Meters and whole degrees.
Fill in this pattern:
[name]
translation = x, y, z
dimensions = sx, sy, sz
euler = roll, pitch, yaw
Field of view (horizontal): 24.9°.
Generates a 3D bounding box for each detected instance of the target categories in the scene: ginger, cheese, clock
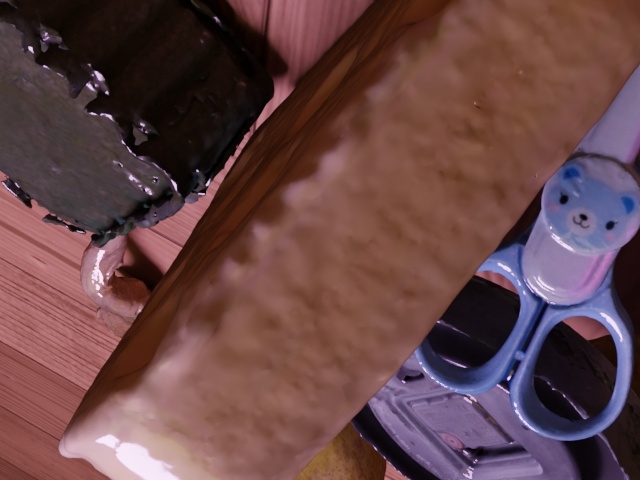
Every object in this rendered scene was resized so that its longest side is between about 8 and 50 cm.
[ginger]
translation = -0.185, 0.064, 1.393
dimensions = 0.089, 0.075, 0.288
euler = 28, 157, 20
[cheese]
translation = 0.001, 0.000, 0.779
dimensions = 0.104, 0.384, 0.384
euler = 39, 152, -8
[clock]
translation = 0.103, 0.108, 0.914
dimensions = 0.226, 0.049, 0.226
euler = 28, 149, 19

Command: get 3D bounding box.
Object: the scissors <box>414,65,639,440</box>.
[scissors]
translation = 0.144, -0.018, 0.766
dimensions = 0.125, 0.030, 0.256
euler = 26, 109, 9

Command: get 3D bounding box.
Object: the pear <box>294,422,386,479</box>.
[pear]
translation = -0.055, 0.192, 1.321
dimensions = 0.228, 0.188, 0.211
euler = 19, 142, 25

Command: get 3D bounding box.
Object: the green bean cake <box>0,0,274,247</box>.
[green bean cake]
translation = -0.183, -0.116, 1.023
dimensions = 0.241, 0.132, 0.255
euler = 40, 154, -13

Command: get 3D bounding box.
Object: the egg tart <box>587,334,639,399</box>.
[egg tart]
translation = 0.302, 0.152, 0.942
dimensions = 0.345, 0.132, 0.345
euler = 26, 152, 15
